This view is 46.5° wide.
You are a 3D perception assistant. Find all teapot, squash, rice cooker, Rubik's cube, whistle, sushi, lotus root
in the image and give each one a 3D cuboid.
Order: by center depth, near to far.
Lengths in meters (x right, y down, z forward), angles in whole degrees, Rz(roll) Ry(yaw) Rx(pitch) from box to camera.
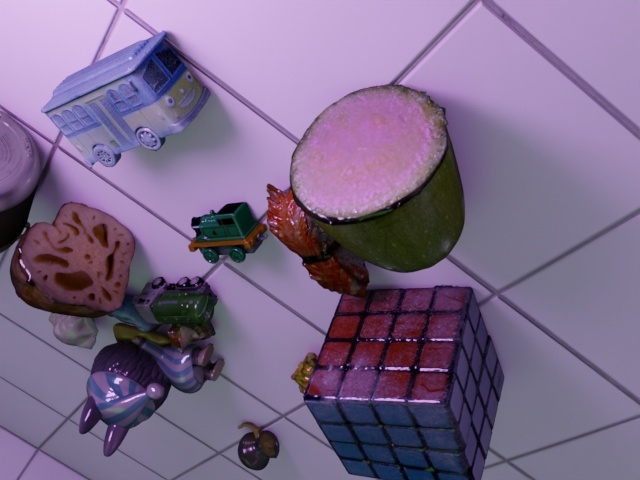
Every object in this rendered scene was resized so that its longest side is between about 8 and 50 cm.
[{"bbox_3d":[0.141,-0.086,1.420,0.310,0.310,0.309,-1,150,28],"label":"squash"},{"bbox_3d":[0.000,0.000,1.663,0.124,0.130,0.332,-18,129,33],"label":"sushi"},{"bbox_3d":[0.209,0.338,1.734,0.344,0.343,0.337,-3,132,30],"label":"Rubik's cube"},{"bbox_3d":[-0.868,-0.134,1.813,0.335,0.335,0.325,33,140,-8],"label":"rice cooker"},{"bbox_3d":[-0.664,0.053,1.920,0.250,0.316,0.316,-19,123,45],"label":"lotus root"},{"bbox_3d":[-0.588,0.196,2.183,0.269,0.093,0.180,15,163,15],"label":"whistle"},{"bbox_3d":[-0.216,0.685,2.497,0.119,0.130,0.165,-33,82,29],"label":"teapot"}]

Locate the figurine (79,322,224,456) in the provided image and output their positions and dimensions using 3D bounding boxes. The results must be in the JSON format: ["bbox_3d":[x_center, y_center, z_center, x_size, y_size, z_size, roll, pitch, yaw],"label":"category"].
[{"bbox_3d":[-0.523,0.471,2.204,0.361,0.377,0.266,5,149,19],"label":"figurine"}]

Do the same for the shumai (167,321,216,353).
[{"bbox_3d":[-0.377,0.262,2.125,0.145,0.116,0.145,13,137,12],"label":"shumai"}]

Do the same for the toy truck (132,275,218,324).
[{"bbox_3d":[-0.391,0.174,2.036,0.242,0.125,0.101,-3,132,31],"label":"toy truck"}]

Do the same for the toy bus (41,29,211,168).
[{"bbox_3d":[-0.402,-0.285,1.541,0.312,0.152,0.190,-11,127,36],"label":"toy bus"}]

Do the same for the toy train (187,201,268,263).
[{"bbox_3d":[-0.227,-0.022,1.779,0.228,0.091,0.136,-1,122,30],"label":"toy train"}]

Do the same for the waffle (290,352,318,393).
[{"bbox_3d":[0.075,0.420,2.101,0.329,0.062,0.329,13,137,12],"label":"waffle"}]

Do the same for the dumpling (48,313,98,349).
[{"bbox_3d":[-0.774,0.256,2.343,0.181,0.111,0.155,20,108,-3],"label":"dumpling"}]
